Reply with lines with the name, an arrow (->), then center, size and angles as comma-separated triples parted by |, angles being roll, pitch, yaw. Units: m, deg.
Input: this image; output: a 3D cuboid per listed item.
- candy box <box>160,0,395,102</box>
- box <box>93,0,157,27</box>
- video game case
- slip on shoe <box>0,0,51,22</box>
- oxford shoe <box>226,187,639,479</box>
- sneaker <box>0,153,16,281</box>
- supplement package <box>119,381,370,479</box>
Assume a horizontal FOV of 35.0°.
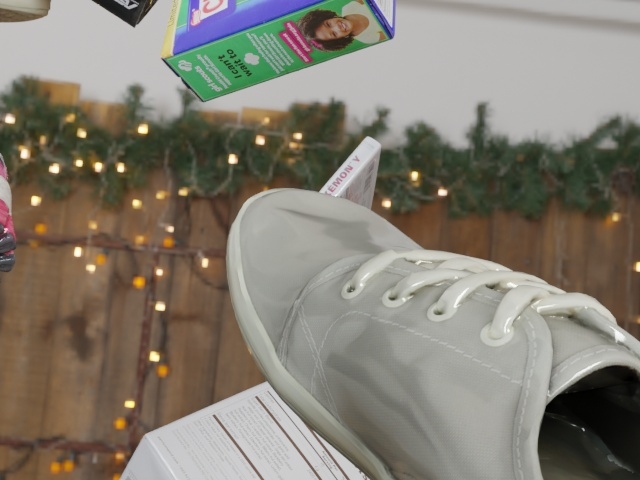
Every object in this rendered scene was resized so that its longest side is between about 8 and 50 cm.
candy box -> -0.056, -0.369, 1.465 | 0.317, 0.268, 0.122 | -16, -39, 25
box -> -0.158, -0.263, 0.707 | 0.184, 0.191, 0.045 | 33, -39, -9
video game case -> 0.000, 0.000, 1.132 | 0.023, 0.183, 0.201 | 35, -22, 13
slip on shoe -> -0.314, -0.221, 0.631 | 0.331, 0.101, 0.123 | 21, -8, -38
oxford shoe -> 0.079, 0.065, 0.495 | 0.169, 0.130, 0.449 | -1, 28, -25
sneaker -> -0.348, 0.007, 0.682 | 0.299, 0.112, 0.121 | -16, -32, 0
supplement package -> -0.060, 0.276, 1.119 | 0.293, 0.175, 0.177 | -17, -32, -45
